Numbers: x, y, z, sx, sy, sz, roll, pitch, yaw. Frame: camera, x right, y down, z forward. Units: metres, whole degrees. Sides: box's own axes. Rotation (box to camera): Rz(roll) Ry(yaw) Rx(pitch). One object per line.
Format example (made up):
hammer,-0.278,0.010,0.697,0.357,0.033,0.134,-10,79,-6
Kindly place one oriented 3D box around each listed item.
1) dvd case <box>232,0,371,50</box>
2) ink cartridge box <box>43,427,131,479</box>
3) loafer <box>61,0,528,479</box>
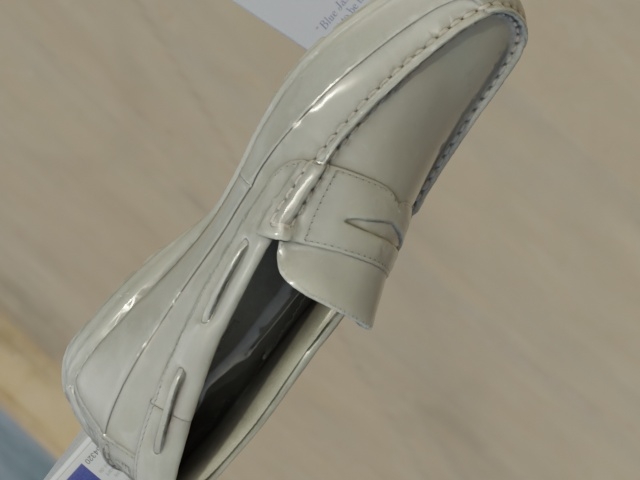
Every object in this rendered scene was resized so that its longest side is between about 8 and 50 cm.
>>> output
dvd case,-0.030,-0.263,1.399,0.253,0.180,0.022,32,-159,-20
ink cartridge box,-0.163,0.148,1.891,0.071,0.324,0.330,40,-156,-3
loafer,0.000,0.000,0.934,0.112,0.319,0.111,24,-161,-51
